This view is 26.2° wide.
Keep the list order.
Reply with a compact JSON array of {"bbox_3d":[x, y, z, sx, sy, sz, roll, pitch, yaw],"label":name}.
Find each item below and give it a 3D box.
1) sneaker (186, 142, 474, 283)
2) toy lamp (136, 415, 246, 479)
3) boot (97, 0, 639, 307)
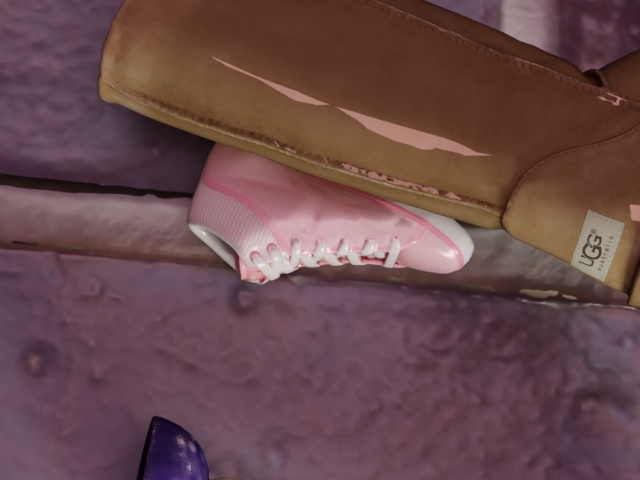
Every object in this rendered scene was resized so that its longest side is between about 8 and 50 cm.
[{"bbox_3d":[0.000,0.000,0.646,0.134,0.051,0.070,25,71,4],"label":"sneaker"},{"bbox_3d":[0.053,0.140,0.614,0.275,0.080,0.080,11,77,-8],"label":"toy lamp"},{"bbox_3d":[0.070,-0.089,0.648,0.270,0.089,0.236,22,36,13],"label":"boot"}]
